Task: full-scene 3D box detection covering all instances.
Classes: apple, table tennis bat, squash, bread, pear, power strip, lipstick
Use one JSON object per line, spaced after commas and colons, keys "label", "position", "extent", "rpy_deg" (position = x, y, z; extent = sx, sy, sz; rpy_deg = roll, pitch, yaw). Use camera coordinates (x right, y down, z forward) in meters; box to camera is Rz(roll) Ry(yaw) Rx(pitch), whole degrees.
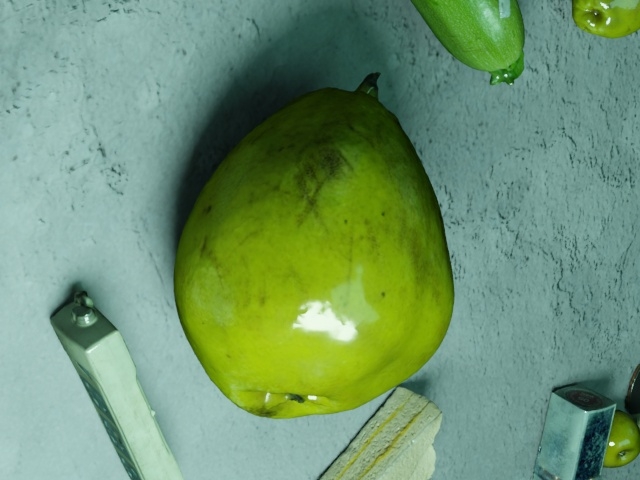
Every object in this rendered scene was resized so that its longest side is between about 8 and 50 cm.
{"label": "apple", "position": [0.418, 0.287, 2.126], "extent": [0.090, 0.074, 0.089], "rpy_deg": [-13, 130, -16]}
{"label": "table tennis bat", "position": [0.487, 0.241, 2.206], "extent": [0.095, 0.014, 0.158], "rpy_deg": [-5, 111, -41]}
{"label": "squash", "position": [0.130, -0.303, 1.580], "extent": [0.107, 0.107, 0.395], "rpy_deg": [-48, 134, -13]}
{"label": "bread", "position": [0.069, 0.259, 1.805], "extent": [0.152, 0.077, 0.105], "rpy_deg": [-21, 126, -37]}
{"label": "pear", "position": [0.359, -0.301, 1.786], "extent": [0.131, 0.107, 0.107], "rpy_deg": [-43, 132, -30]}
{"label": "pear", "position": [0.000, 0.000, 1.506], "extent": [0.287, 0.287, 0.375], "rpy_deg": [26, 77, -45]}
{"label": "power strip", "position": [-0.203, 0.178, 1.535], "extent": [0.048, 0.080, 0.286], "rpy_deg": [-33, 130, -18]}
{"label": "lipstick", "position": [0.345, 0.350, 2.090], "extent": [0.077, 0.076, 0.289], "rpy_deg": [-10, 118, -40]}

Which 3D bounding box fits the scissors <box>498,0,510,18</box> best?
{"label": "scissors", "position": [0.186, -0.429, 1.542], "extent": [0.256, 0.029, 0.383], "rpy_deg": [-29, 116, -46]}
